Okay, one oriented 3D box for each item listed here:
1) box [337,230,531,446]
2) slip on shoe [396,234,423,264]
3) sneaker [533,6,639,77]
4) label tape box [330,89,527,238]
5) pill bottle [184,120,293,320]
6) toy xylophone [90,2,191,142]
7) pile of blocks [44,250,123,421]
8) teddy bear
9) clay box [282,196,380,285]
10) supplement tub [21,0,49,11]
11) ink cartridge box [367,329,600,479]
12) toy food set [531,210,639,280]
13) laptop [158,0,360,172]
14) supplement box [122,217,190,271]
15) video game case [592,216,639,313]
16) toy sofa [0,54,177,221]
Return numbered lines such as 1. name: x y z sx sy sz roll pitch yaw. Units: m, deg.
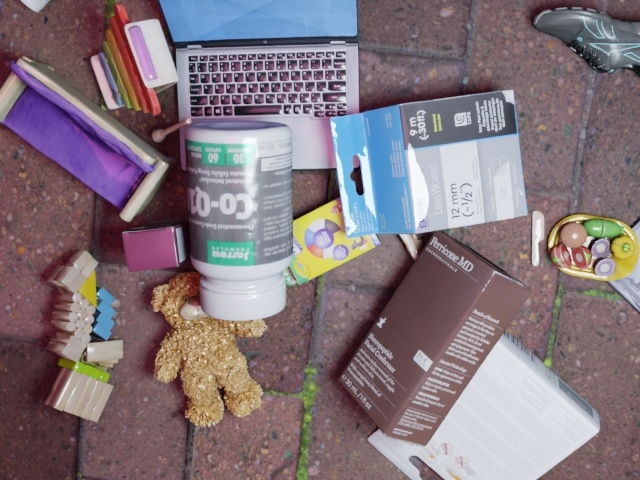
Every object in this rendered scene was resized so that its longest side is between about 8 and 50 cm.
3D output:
1. box: 0.219 0.194 1.455 0.143 0.191 0.381 27 99 -39
2. slip on shoe: 0.196 0.011 1.525 0.041 0.051 0.135 -30 88 -5
3. sneaker: 0.542 -0.384 1.422 0.267 0.101 0.106 13 100 3
4. label tape box: 0.212 -0.145 1.431 0.347 0.115 0.249 -10 97 -11
5. pill bottle: -0.153 -0.043 1.418 0.204 0.204 0.361 0 105 4
6. toy xylophone: -0.348 -0.308 1.417 0.081 0.322 0.236 -23 94 -26
7. pile of blocks: -0.519 0.203 1.584 0.112 0.149 0.362 1 88 47
8. teddy bear: -0.238 0.232 1.551 0.245 0.113 0.338 2 98 2
9. clay box: 0.000 0.000 1.532 0.222 0.053 0.127 -28 94 6
10. supplement tub: -0.569 -0.529 1.497 0.107 0.071 0.071 -43 93 8
11. ink cartridge box: 0.338 0.393 1.562 0.308 0.091 0.385 41 115 -2
12. toy food set: 0.532 0.012 1.470 0.217 0.071 0.128 8 93 10
13. laptop: -0.118 -0.334 1.407 0.381 0.236 0.408 0 97 5
14. supplement box: -0.318 0.005 1.487 0.104 0.188 0.081 -6 97 5
15. video game case: 0.722 0.022 1.499 0.196 0.026 0.274 43 97 -2
16. toy sofa: -0.486 -0.204 1.480 0.362 0.177 0.150 37 98 -2
